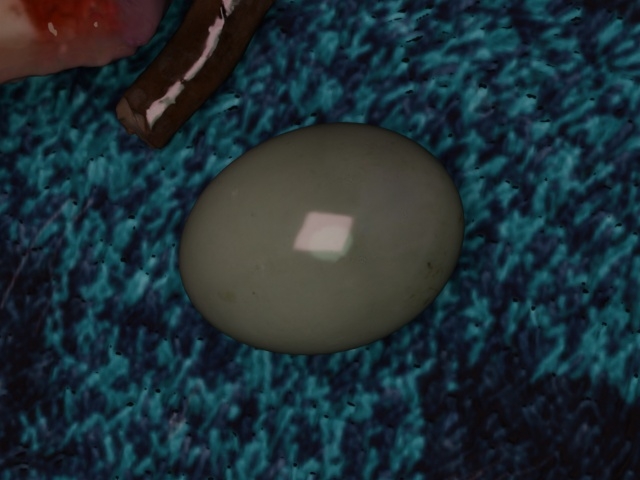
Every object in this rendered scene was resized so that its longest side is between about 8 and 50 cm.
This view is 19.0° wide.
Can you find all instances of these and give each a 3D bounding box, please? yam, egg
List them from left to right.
[{"bbox_3d":[-0.059,-0.167,1.328,0.057,0.057,0.241,37,93,9],"label":"yam"},{"bbox_3d":[0.000,0.000,1.259,0.192,0.149,0.149,-17,84,7],"label":"egg"}]

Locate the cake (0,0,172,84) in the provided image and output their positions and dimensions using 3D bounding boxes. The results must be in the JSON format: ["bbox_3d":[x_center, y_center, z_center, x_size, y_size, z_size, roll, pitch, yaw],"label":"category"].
[{"bbox_3d":[-0.225,-0.268,1.217,0.237,0.230,0.309,-10,120,9],"label":"cake"}]
